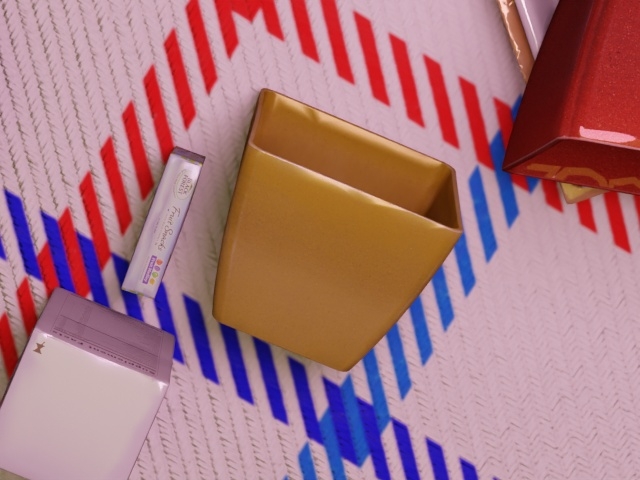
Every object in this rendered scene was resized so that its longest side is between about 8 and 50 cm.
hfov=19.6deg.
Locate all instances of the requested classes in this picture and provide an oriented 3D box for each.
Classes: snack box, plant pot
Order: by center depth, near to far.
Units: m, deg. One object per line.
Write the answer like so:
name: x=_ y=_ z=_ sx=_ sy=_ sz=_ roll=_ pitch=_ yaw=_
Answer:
plant pot: x=0.330 y=-0.167 z=1.645 sx=0.267 sy=0.267 sz=0.236 roll=10 pitch=85 yaw=-5
plant pot: x=0.000 y=0.000 z=1.789 sx=0.212 sy=0.212 sz=0.187 roll=22 pitch=108 yaw=-6
snack box: x=-0.153 y=-0.019 z=1.822 sx=0.037 sy=0.100 sz=0.141 roll=20 pitch=96 yaw=-5

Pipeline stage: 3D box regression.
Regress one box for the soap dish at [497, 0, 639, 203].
soap dish: x=0.297 y=-0.210 z=1.813 sx=0.229 sy=0.118 sz=0.291 roll=-20 pitch=98 yaw=-1

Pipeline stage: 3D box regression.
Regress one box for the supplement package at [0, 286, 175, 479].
supplement package: x=-0.227 y=0.146 z=1.767 sx=0.139 sy=0.244 sz=0.134 roll=23 pitch=96 yaw=-5
